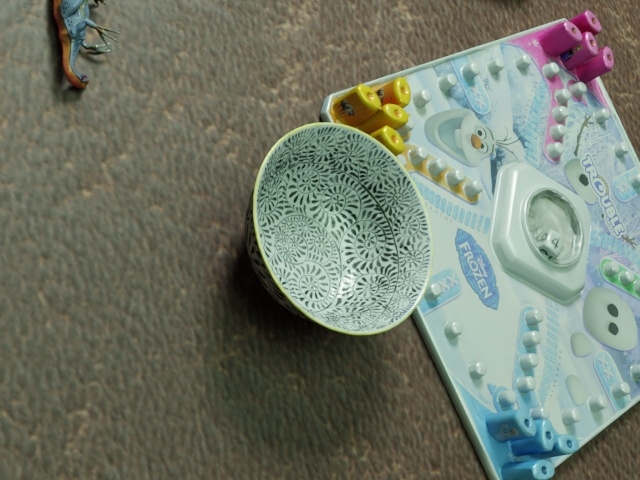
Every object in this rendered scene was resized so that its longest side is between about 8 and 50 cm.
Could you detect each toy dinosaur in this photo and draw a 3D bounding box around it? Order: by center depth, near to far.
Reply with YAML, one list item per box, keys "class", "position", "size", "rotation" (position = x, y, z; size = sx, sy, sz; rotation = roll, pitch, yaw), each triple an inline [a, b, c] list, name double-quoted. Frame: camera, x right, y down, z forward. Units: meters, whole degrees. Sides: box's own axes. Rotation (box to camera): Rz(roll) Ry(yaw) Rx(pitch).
- class: "toy dinosaur"
  position: [-0.187, -0.157, 0.781]
  size: [0.090, 0.047, 0.082]
  rotation: [18, 69, 7]

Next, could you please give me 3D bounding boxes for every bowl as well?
- class: "bowl"
  position: [0.000, 0.000, 0.819]
  size: [0.170, 0.080, 0.170]
  rotation: [13, 66, -32]

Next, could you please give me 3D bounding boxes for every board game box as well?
- class: "board game box"
  position: [0.227, -0.014, 1.007]
  size: [0.390, 0.050, 0.389]
  rotation: [-24, 88, -38]
